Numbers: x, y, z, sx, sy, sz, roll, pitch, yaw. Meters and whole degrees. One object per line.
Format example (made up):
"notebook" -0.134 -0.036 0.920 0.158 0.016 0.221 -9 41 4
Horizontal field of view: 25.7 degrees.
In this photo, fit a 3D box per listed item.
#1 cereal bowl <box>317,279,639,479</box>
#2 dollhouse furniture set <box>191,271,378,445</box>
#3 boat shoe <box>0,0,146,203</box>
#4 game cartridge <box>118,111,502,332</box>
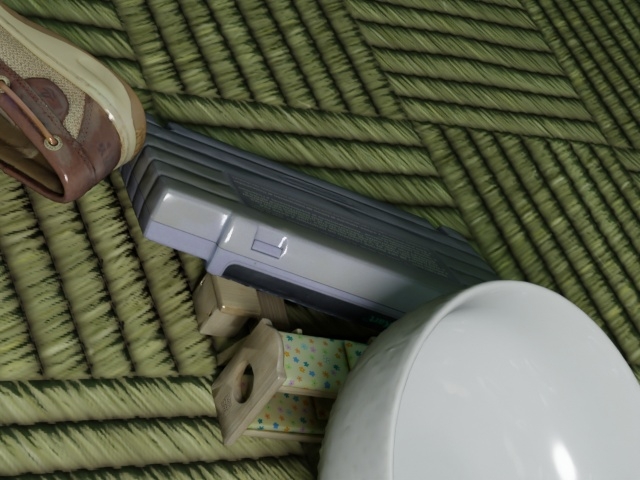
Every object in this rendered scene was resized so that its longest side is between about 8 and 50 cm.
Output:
"cereal bowl" 0.118 0.204 1.040 0.339 0.141 0.339 19 63 -41
"dollhouse furniture set" 0.007 0.083 1.158 0.182 0.101 0.161 11 44 -31
"boat shoe" -0.309 -0.138 1.119 0.342 0.123 0.123 33 51 7
"game cartridge" 0.000 0.000 1.211 0.355 0.068 0.230 20 20 -22
